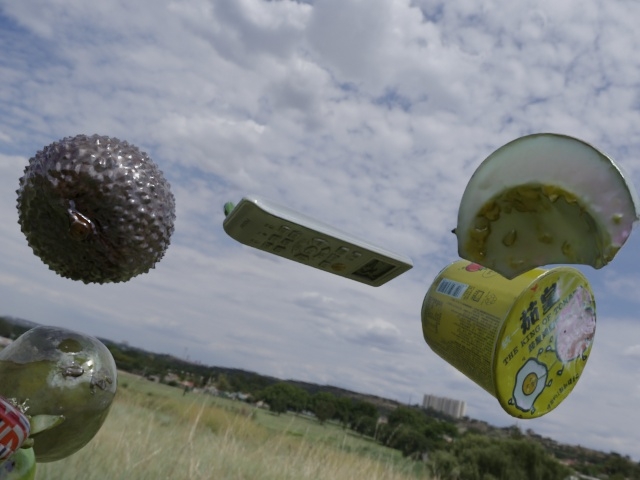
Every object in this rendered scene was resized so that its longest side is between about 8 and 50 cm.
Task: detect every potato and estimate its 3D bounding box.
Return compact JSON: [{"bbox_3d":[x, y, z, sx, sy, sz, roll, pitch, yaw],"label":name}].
[{"bbox_3d":[-0.547,0.307,1.031,0.243,0.221,0.326,44,-57,14],"label":"potato"}]

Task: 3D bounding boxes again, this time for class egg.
[{"bbox_3d":[0.358,-0.049,0.781,0.161,0.206,0.271,8,-14,-40],"label":"egg"}]

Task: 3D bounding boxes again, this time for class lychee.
[{"bbox_3d":[-0.422,-0.056,0.982,0.300,0.300,0.300,14,-19,5],"label":"lychee"}]

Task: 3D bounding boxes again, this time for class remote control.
[{"bbox_3d":[0.000,0.000,0.839,0.313,0.055,0.109,20,-35,-24],"label":"remote control"}]

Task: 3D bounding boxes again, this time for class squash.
[{"bbox_3d":[-0.150,-0.044,0.861,0.027,0.027,0.089,26,14,-29],"label":"squash"}]

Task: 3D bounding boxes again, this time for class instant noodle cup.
[{"bbox_3d":[0.393,0.185,1.112,0.325,0.325,0.254,28,-5,-33],"label":"instant noodle cup"}]

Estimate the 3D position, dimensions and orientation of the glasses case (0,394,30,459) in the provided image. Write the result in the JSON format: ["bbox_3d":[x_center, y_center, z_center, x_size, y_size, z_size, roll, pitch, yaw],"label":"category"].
[{"bbox_3d":[-0.294,0.092,0.354,0.073,0.049,0.194,4,-44,45],"label":"glasses case"}]

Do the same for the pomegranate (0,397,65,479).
[{"bbox_3d":[-0.400,0.266,0.591,0.220,0.156,0.156,-27,-38,24],"label":"pomegranate"}]
